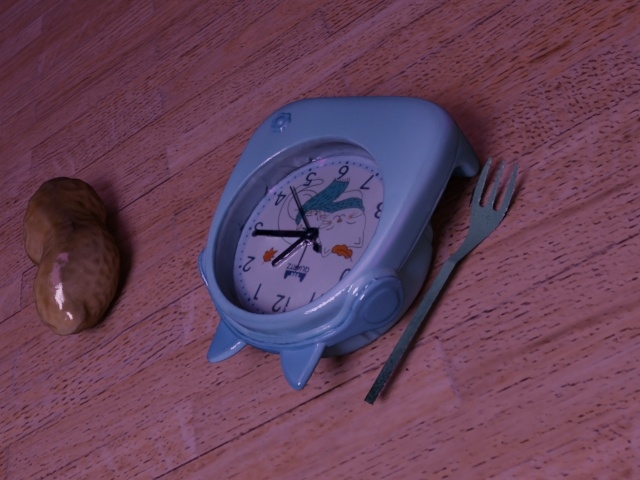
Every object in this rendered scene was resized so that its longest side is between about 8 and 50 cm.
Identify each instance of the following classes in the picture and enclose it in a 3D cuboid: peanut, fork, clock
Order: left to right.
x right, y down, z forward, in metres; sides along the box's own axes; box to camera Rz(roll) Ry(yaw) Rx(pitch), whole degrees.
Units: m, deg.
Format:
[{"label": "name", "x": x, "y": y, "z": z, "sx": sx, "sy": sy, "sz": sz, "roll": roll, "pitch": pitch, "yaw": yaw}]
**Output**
[{"label": "peanut", "x": -0.290, "y": 0.011, "z": 0.909, "sx": 0.229, "sy": 0.098, "sz": 0.103, "roll": -119, "pitch": 36, "yaw": -45}, {"label": "clock", "x": 0.000, "y": 0.000, "z": 0.702, "sx": 0.223, "sy": 0.094, "sz": 0.274, "roll": 10, "pitch": 69, "yaw": 41}, {"label": "fork", "x": 0.101, "y": 0.034, "z": 0.652, "sx": 0.039, "sy": 0.021, "sz": 0.235, "roll": 20, "pitch": 75, "yaw": 48}]
